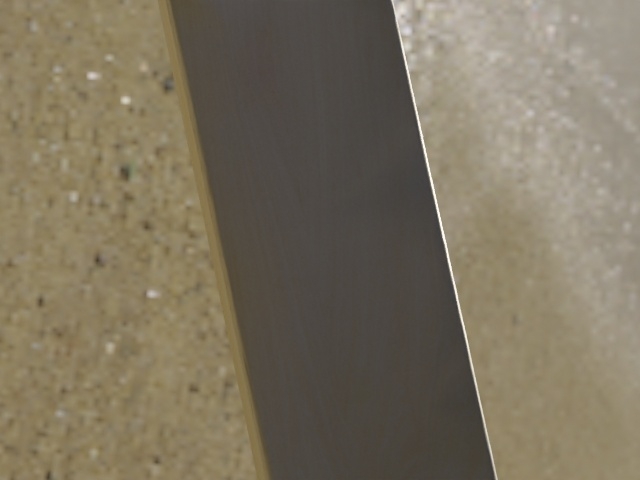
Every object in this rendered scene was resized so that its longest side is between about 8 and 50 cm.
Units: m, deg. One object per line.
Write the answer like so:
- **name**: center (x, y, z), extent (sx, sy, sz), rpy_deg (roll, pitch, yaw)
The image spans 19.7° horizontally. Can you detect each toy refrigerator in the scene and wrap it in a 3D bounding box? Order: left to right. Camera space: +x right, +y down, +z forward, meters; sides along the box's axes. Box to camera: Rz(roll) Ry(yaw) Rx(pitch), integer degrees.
- **toy refrigerator**: center (0.000, 0.000, 0.857), extent (0.094, 0.102, 0.270), rpy_deg (132, -55, -83)
